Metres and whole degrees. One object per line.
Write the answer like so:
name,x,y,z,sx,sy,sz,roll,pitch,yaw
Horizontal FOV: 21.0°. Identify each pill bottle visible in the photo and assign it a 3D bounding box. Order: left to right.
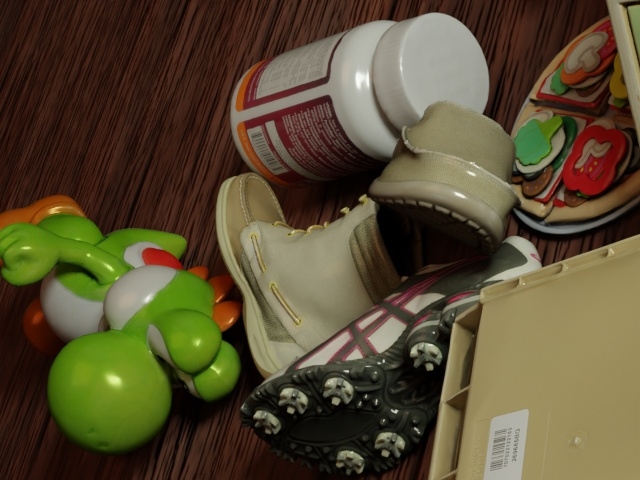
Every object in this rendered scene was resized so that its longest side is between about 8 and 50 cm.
pill bottle,0.032,-0.119,1.470,0.221,0.121,0.121,-12,53,49

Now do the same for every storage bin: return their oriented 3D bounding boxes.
storage bin,0.188,0.142,1.020,0.260,0.123,0.262,-22,46,44

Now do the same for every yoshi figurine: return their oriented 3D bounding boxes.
yoshi figurine,-0.213,0.086,1.586,0.362,0.203,0.203,25,99,56

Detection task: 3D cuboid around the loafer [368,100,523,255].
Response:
loafer,0.095,-0.054,1.264,0.092,0.102,0.268,-64,5,3

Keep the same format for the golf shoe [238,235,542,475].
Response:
golf shoe,0.060,0.090,1.291,0.273,0.105,0.120,-26,26,34

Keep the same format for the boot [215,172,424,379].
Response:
boot,0.000,0.000,1.436,0.165,0.077,0.213,-38,51,28

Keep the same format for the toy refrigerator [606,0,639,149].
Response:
toy refrigerator,0.241,-0.132,1.056,0.094,0.270,0.102,-23,15,-32

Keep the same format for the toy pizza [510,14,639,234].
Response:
toy pizza,0.208,-0.097,1.290,0.201,0.032,0.201,-35,38,33
